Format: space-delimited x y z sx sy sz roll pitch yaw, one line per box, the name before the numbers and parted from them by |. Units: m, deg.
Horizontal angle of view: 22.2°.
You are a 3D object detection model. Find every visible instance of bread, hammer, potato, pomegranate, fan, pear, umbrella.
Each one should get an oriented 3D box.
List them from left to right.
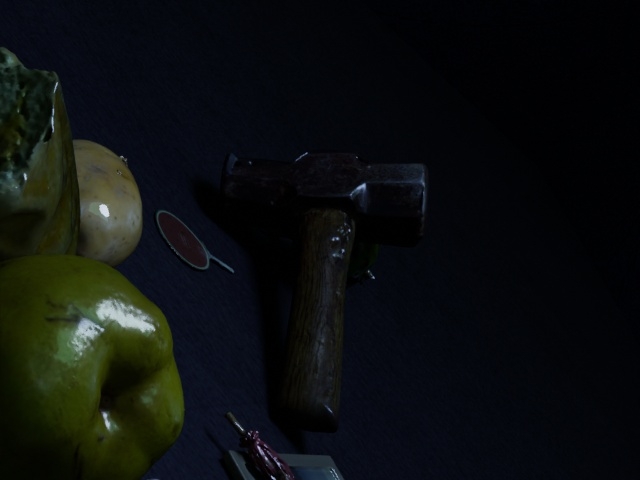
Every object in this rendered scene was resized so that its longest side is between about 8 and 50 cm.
bread | -0.244 -0.029 1.216 0.268 0.130 0.152 97 -15 -62
pear | -0.196 0.101 1.113 0.200 0.200 0.200 46 17 -18
potato | -0.215 -0.031 1.477 0.118 0.109 0.178 26 15 -7
fan | -0.135 0.009 1.787 0.133 0.005 0.085 34 23 -45
umbrella | -0.034 0.223 1.511 0.165 0.025 0.027 52 -1 -4
hammer | -0.005 0.056 1.802 0.409 0.242 0.095 -84 177 -46
pomegranate | 0.000 0.000 2.010 0.161 0.122 0.122 24 11 13

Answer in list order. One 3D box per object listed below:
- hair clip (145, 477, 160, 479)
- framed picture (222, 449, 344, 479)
hair clip | -0.087 0.288 1.267 0.226 0.034 0.072 55 20 6
framed picture | 0.029 0.323 1.533 0.289 0.016 0.213 58 18 23
